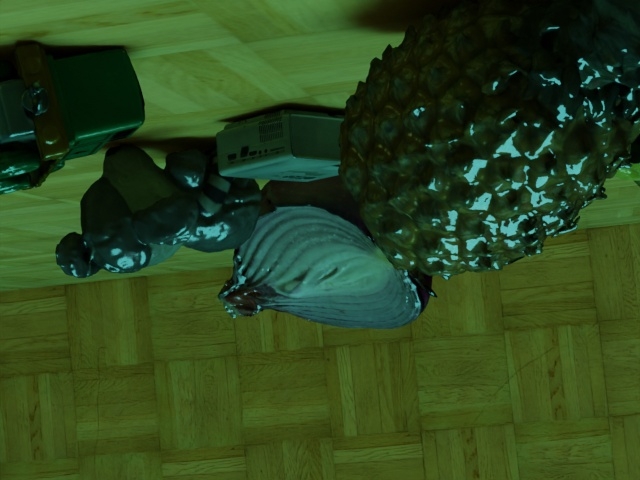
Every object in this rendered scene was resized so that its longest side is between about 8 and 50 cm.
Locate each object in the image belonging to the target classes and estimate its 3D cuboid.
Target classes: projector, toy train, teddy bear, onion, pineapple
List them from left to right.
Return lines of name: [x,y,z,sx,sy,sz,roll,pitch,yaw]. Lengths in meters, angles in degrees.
toy train: [-0.221,-0.100,1.050,0.136,0.091,0.227,-14,178,-18]
teddy bear: [-0.173,-0.047,1.457,0.171,0.144,0.251,-13,180,40]
projector: [-0.023,-0.103,1.380,0.115,0.061,0.147,-8,175,41]
onion: [0.000,0.000,1.753,0.348,0.159,0.267,-14,127,41]
pineapple: [0.155,-0.105,0.893,0.202,0.202,0.362,-3,164,-23]

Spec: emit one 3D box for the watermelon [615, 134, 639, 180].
watermelon: [0.354,-0.119,1.199,0.204,0.127,0.232,-4,177,-11]

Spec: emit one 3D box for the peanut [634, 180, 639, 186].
peanut: [0.389,-0.112,1.475,0.110,0.120,0.236,-45,153,19]

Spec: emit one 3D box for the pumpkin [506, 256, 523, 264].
pumpkin: [0.219,-0.054,1.803,0.119,0.108,0.183,-41,-126,-21]
